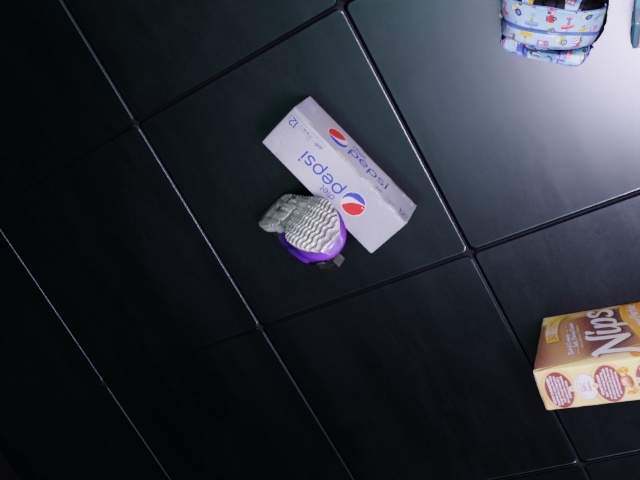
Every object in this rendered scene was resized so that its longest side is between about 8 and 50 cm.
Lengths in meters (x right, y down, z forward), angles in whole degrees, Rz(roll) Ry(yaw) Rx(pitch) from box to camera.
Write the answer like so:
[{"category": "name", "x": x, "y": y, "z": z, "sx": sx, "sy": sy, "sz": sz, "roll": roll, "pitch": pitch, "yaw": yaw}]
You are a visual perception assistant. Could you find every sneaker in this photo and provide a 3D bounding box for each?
[{"category": "sneaker", "x": 0.000, "y": -0.001, "z": 1.406, "sx": 0.102, "sy": 0.293, "sz": 0.146, "roll": -47, "pitch": 113, "yaw": -6}]

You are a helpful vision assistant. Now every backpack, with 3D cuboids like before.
[{"category": "backpack", "x": 0.336, "y": -0.321, "z": 1.136, "sx": 0.158, "sy": 0.173, "sz": 0.117, "roll": 14, "pitch": 119, "yaw": 14}]

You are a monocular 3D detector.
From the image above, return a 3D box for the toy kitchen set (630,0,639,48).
[{"category": "toy kitchen set", "x": 0.458, "y": -0.406, "z": 1.113, "sx": 0.122, "sy": 0.166, "sz": 0.207, "roll": 3, "pitch": 79, "yaw": 20}]

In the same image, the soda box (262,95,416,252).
[{"category": "soda box", "x": 0.036, "y": -0.120, "z": 1.404, "sx": 0.286, "sy": 0.091, "sz": 0.098, "roll": 45, "pitch": 121, "yaw": -4}]

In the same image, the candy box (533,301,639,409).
[{"category": "candy box", "x": 0.531, "y": 0.181, "z": 1.301, "sx": 0.316, "sy": 0.183, "sz": 0.087, "roll": -13, "pitch": 109, "yaw": 27}]
